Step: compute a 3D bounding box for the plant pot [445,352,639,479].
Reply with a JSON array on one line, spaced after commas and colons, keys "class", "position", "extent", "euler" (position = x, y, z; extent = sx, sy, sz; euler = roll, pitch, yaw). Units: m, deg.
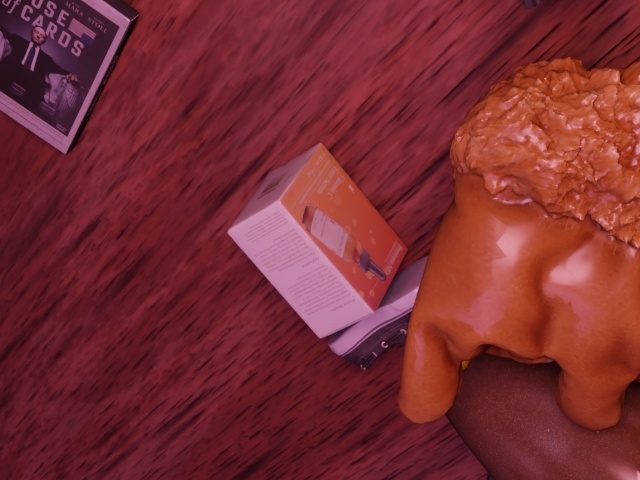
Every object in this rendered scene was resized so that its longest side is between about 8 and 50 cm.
[{"class": "plant pot", "position": [0.262, 0.213, 1.324], "extent": [0.230, 0.215, 0.215], "euler": [34, 134, 18]}]

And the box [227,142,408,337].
[{"class": "box", "position": [0.000, 0.000, 1.366], "extent": [0.091, 0.130, 0.170], "euler": [-29, 110, 37]}]

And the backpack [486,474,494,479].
[{"class": "backpack", "position": [0.281, 0.348, 1.490], "extent": [0.166, 0.144, 0.188], "euler": [15, 133, 8]}]

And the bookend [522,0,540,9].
[{"class": "bookend", "position": [0.255, -0.275, 1.015], "extent": [0.156, 0.157, 0.072], "euler": [-5, 122, 30]}]

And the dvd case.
[{"class": "dvd case", "position": [-0.333, -0.233, 1.417], "extent": [0.179, 0.029, 0.239], "euler": [35, 133, -3]}]

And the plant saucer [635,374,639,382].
[{"class": "plant saucer", "position": [0.310, 0.164, 1.404], "extent": [0.200, 0.037, 0.200], "euler": [13, 130, 16]}]

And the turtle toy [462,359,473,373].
[{"class": "turtle toy", "position": [0.170, 0.116, 1.409], "extent": [0.066, 0.095, 0.130], "euler": [45, 134, 18]}]

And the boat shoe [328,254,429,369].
[{"class": "boat shoe", "position": [0.097, 0.095, 1.427], "extent": [0.076, 0.080, 0.228], "euler": [40, 133, -9]}]

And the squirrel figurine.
[{"class": "squirrel figurine", "position": [0.305, 0.013, 1.125], "extent": [0.370, 0.281, 0.397], "euler": [17, 125, 19]}]
